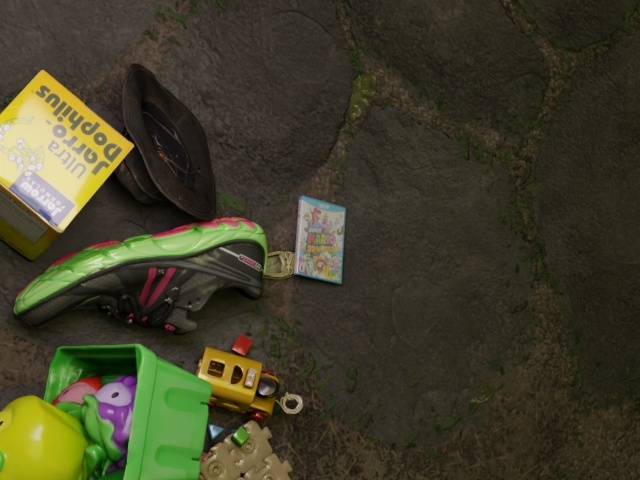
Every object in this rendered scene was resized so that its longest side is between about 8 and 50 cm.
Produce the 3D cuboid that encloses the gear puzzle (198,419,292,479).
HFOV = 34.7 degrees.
[{"bbox_3d":[-0.112,0.525,1.991,0.175,0.044,0.338,-33,97,-26],"label":"gear puzzle"}]

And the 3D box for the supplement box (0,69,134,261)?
[{"bbox_3d":[-0.489,-0.115,1.762,0.194,0.356,0.195,40,68,-13],"label":"supplement box"}]

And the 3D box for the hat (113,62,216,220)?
[{"bbox_3d":[-0.325,-0.161,1.950,0.134,0.331,0.331,-27,93,17],"label":"hat"}]

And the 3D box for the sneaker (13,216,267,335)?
[{"bbox_3d":[-0.318,0.090,1.895,0.483,0.185,0.202,-12,96,-16],"label":"sneaker"}]

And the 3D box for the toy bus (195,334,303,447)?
[{"bbox_3d":[-0.148,0.274,1.954,0.202,0.104,0.191,-28,75,-25],"label":"toy bus"}]

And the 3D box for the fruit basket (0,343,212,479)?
[{"bbox_3d":[-0.418,0.310,1.713,0.392,0.392,0.282,13,76,-21],"label":"fruit basket"}]

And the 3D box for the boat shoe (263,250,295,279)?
[{"bbox_3d":[-0.097,0.049,2.072,0.153,0.048,0.056,-1,81,-23],"label":"boat shoe"}]

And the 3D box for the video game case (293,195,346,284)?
[{"bbox_3d":[0.000,0.000,2.121,0.119,0.015,0.166,14,72,-36],"label":"video game case"}]
